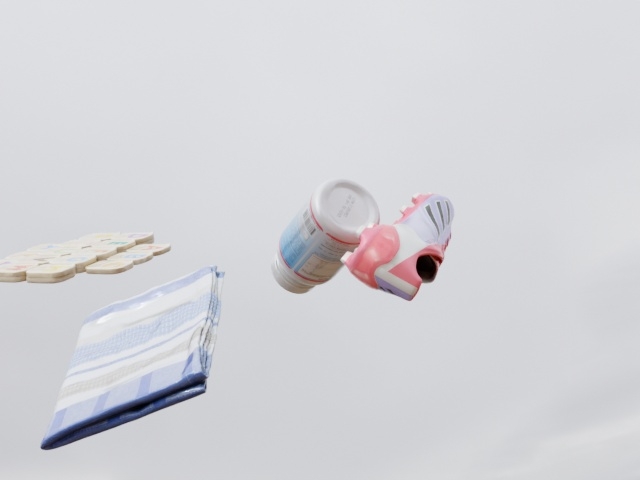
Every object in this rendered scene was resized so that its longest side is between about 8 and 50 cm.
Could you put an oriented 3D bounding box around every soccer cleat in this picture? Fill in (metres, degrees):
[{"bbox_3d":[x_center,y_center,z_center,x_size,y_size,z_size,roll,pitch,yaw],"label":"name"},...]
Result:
[{"bbox_3d":[0.112,0.008,1.089,0.083,0.095,0.248,-60,-17,25],"label":"soccer cleat"}]

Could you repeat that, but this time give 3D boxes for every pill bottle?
[{"bbox_3d":[0.000,0.000,1.147,0.087,0.087,0.160,-2,-29,-30],"label":"pill bottle"}]

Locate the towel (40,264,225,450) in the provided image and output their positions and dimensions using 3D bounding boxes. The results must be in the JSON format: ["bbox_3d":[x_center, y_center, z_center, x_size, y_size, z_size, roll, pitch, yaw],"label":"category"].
[{"bbox_3d":[-0.218,0.129,1.132,0.209,0.285,0.034,-22,-67,7],"label":"towel"}]

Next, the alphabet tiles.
[{"bbox_3d":[-0.408,0.024,1.579,0.278,0.021,0.284,1,13,23],"label":"alphabet tiles"}]
